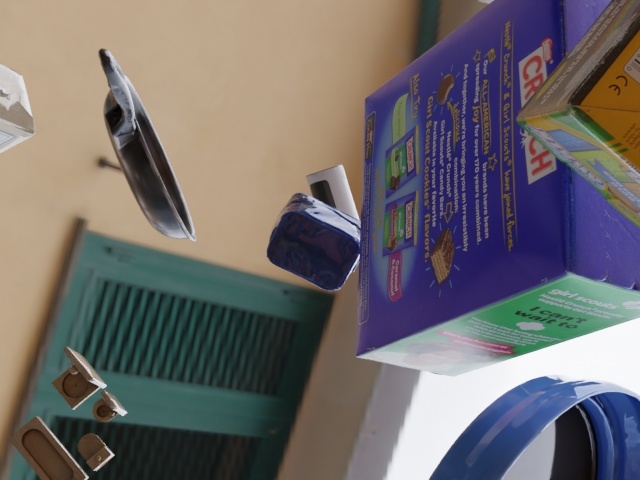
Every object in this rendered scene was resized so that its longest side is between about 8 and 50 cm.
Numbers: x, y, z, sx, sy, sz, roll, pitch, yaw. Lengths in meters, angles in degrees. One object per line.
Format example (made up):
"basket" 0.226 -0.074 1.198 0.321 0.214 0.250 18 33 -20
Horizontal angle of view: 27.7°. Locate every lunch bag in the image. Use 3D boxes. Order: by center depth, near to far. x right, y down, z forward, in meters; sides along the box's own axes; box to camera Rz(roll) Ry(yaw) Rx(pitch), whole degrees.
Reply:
"lunch bag" 0.000 0.000 1.293 0.067 0.098 0.065 -60 -174 24

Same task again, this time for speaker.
"speaker" 0.025 -0.032 1.783 0.055 0.055 0.136 -16 -88 36

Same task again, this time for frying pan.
"frying pan" -0.183 -0.083 1.337 0.053 0.326 0.197 -23 -87 0

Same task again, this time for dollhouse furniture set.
"dollhouse furniture set" -0.352 0.255 1.791 0.151 0.123 0.144 -40 -98 -8

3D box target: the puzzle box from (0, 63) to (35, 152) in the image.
"puzzle box" -0.427 -0.040 0.839 0.409 0.272 0.052 -25 -111 20

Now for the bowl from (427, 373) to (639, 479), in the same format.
"bowl" 0.205 0.314 1.293 0.077 0.391 0.391 23 -86 40

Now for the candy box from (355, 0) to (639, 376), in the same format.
"candy box" 0.156 -0.047 1.104 0.317 0.122 0.268 -31 -128 59

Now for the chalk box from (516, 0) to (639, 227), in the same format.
"chalk box" 0.219 -0.085 0.805 0.132 0.213 0.132 40 -88 -3

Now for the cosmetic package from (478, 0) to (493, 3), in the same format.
"cosmetic package" 0.295 -0.299 1.288 0.296 0.129 0.153 15 -89 23
